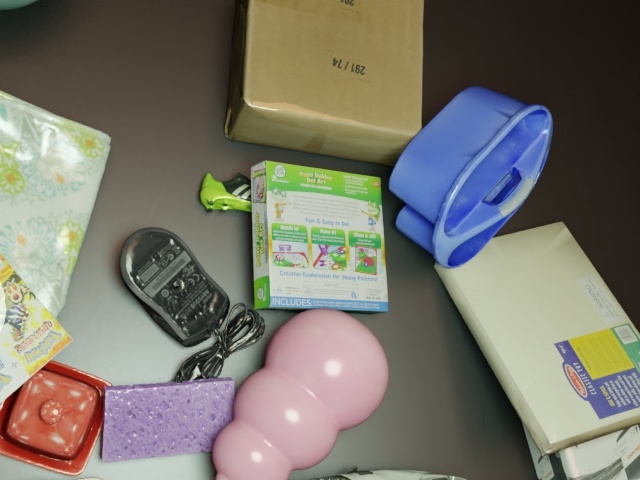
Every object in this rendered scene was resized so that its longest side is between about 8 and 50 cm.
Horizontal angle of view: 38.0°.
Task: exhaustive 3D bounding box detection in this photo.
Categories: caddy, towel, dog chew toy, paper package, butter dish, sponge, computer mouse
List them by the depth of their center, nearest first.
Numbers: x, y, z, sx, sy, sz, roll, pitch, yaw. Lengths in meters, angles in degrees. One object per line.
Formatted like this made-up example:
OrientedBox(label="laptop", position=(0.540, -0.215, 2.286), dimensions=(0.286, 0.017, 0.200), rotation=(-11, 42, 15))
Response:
OrientedBox(label="butter dish", position=(-0.408, 0.263, 1.415), dimensions=(0.160, 0.118, 0.159), rotation=(22, 71, -11))
OrientedBox(label="towel", position=(-0.518, -0.053, 1.436), dimensions=(0.321, 0.090, 0.374), rotation=(21, 72, -25))
OrientedBox(label="sponge", position=(-0.241, 0.283, 1.477), dimensions=(0.210, 0.031, 0.117), rotation=(-1, 99, -22))
OrientedBox(label="dog chew toy", position=(-0.041, 0.267, 1.478), dimensions=(0.206, 0.206, 0.332), rotation=(43, 69, -4))
OrientedBox(label="computer mouse", position=(-0.237, 0.100, 1.537), dimensions=(0.188, 0.072, 0.272), rotation=(-41, 103, -23))
OrientedBox(label="caddy", position=(0.277, -0.108, 1.625), dimensions=(0.179, 0.241, 0.341), rotation=(32, 66, 29))
OrientedBox(label="paper package", position=(0.011, -0.316, 1.655), dimensions=(0.325, 0.168, 0.309), rotation=(7, 74, -15))

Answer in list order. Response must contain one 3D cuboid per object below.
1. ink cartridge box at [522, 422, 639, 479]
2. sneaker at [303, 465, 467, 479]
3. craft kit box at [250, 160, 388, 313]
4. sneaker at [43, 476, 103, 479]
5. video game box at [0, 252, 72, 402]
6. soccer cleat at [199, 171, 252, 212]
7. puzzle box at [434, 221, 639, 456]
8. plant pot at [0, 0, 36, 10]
OrientedBox(label="ink cartridge box", position=(0.507, 0.383, 1.658), dimensions=(0.223, 0.129, 0.307), rotation=(-11, 80, -20))
OrientedBox(label="sneaker", position=(0.078, 0.432, 1.510), dimensions=(0.331, 0.146, 0.122), rotation=(4, 85, -15))
OrientedBox(label="craft kit box", position=(0.000, 0.000, 1.595), dimensions=(0.250, 0.061, 0.246), rotation=(6, 79, -35))
OrientedBox(label="sneaker", position=(-0.404, 0.395, 1.397), dimensions=(0.175, 0.064, 0.067), rotation=(3, 69, -29))
OrientedBox(label="video game box", position=(-0.499, 0.142, 1.353), dimensions=(0.205, 0.048, 0.187), rotation=(-44, 112, -26))
OrientedBox(label="soccer cleat", position=(-0.120, -0.079, 1.618), dimensions=(0.179, 0.060, 0.072), rotation=(8, 62, -15))
OrientedBox(label="puzzle box", position=(0.407, 0.158, 1.632), dimensions=(0.272, 0.052, 0.409), rotation=(-12, 54, -20))
OrientedBox(label="plant pot", position=(-0.536, -0.496, 1.514), dimensions=(0.293, 0.196, 0.293), rotation=(4, 77, -16))
